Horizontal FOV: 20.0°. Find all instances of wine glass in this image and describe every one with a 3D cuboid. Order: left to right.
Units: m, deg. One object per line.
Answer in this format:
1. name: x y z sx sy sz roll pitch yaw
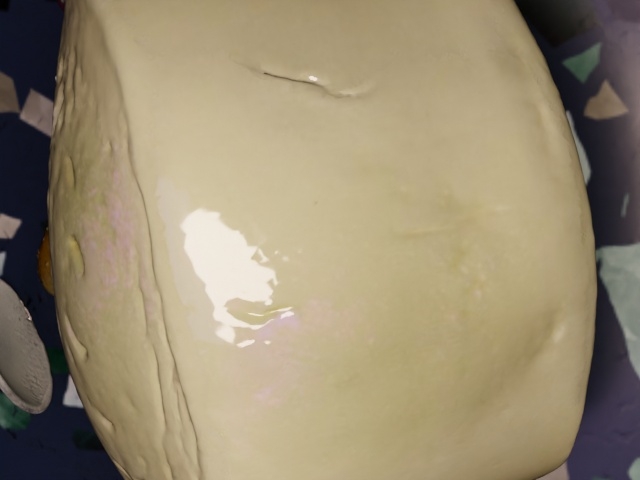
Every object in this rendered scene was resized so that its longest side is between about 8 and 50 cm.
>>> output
1. wine glass: -0.346 0.125 1.564 0.196 0.165 0.165 -23 90 14

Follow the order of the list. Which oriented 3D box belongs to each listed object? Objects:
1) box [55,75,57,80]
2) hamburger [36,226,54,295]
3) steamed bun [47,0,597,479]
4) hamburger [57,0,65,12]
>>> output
1. box: -0.145 -0.129 1.507 0.125 0.089 0.043 -10 94 19
2. hamburger: -0.148 -0.020 1.484 0.113 0.177 0.185 37 132 17
3. steamed bun: 0.000 0.000 1.298 0.371 0.290 0.456 -16 98 -23
4. hamburger: -0.169 -0.283 1.446 0.150 0.260 0.276 -18 126 -6
